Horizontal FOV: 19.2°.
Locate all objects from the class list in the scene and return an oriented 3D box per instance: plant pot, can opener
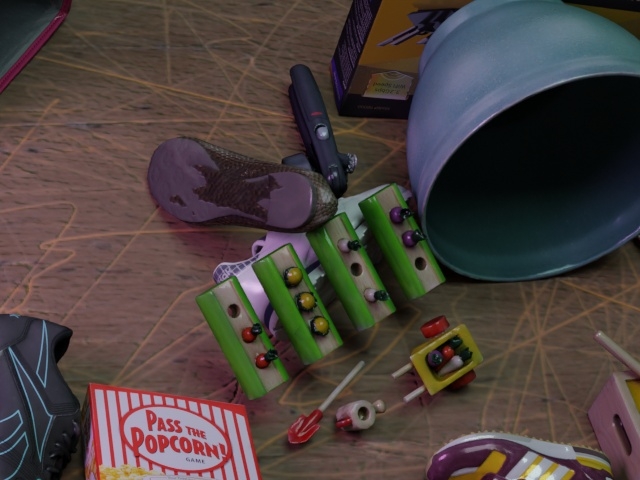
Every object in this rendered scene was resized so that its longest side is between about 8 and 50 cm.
[{"bbox_3d":[0.208,-0.127,1.902,0.293,0.293,0.196,-4,50,-22],"label":"plant pot"},{"bbox_3d":[-0.007,-0.113,1.969,0.073,0.059,0.186,2,51,-16],"label":"can opener"}]

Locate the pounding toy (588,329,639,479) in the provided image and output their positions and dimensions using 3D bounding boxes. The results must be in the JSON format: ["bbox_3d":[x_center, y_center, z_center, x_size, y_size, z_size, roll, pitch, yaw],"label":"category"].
[{"bbox_3d":[0.325,0.166,1.817,0.130,0.100,0.141,-3,53,-21],"label":"pounding toy"}]

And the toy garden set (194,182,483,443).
[{"bbox_3d":[0.034,0.084,1.768,0.244,0.049,0.204,-31,97,-31],"label":"toy garden set"}]

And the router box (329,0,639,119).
[{"bbox_3d":[0.188,-0.231,2.009,0.309,0.243,0.081,2,51,-16],"label":"router box"}]

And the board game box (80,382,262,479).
[{"bbox_3d":[-0.127,0.202,1.625,0.147,0.045,0.193,9,27,-17],"label":"board game box"}]

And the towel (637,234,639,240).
[{"bbox_3d":[0.433,0.038,2.012,0.144,0.029,0.197,-16,60,-29],"label":"towel"}]

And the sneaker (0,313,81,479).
[{"bbox_3d":[-0.251,0.174,1.609,0.106,0.101,0.267,0,59,-18],"label":"sneaker"}]

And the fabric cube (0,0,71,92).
[{"bbox_3d":[-0.403,-0.297,1.861,0.258,0.259,0.254,26,49,7],"label":"fabric cube"}]

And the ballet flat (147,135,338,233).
[{"bbox_3d":[-0.074,-0.051,1.828,0.058,0.084,0.250,1,7,-45],"label":"ballet flat"}]

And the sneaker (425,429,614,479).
[{"bbox_3d":[0.189,0.229,1.741,0.185,0.069,0.084,5,45,-13],"label":"sneaker"}]

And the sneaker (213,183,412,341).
[{"bbox_3d":[0.000,0.000,1.864,0.095,0.090,0.235,33,47,23],"label":"sneaker"}]
